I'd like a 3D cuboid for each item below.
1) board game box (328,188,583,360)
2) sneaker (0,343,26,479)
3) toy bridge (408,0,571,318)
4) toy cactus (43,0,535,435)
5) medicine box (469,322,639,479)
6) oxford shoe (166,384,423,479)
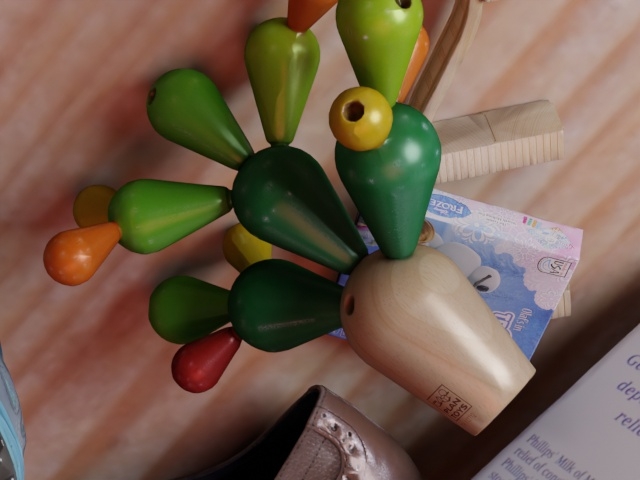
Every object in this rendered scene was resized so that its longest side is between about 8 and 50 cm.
[{"bbox_3d":[0.053,0.018,0.636,0.090,0.020,0.090,15,138,-1],"label":"board game box"},{"bbox_3d":[-0.186,-0.007,0.548,0.104,0.125,0.262,-19,102,0],"label":"sneaker"},{"bbox_3d":[0.067,-0.040,0.618,0.063,0.026,0.188,-11,129,-1],"label":"toy bridge"},{"bbox_3d":[0.000,0.000,0.559,0.180,0.112,0.219,43,126,7],"label":"toy cactus"},{"bbox_3d":[0.204,0.168,0.665,0.289,0.149,0.263,-41,128,-11],"label":"medicine box"},{"bbox_3d":[-0.109,0.192,0.719,0.363,0.130,0.133,-33,109,6],"label":"oxford shoe"}]
